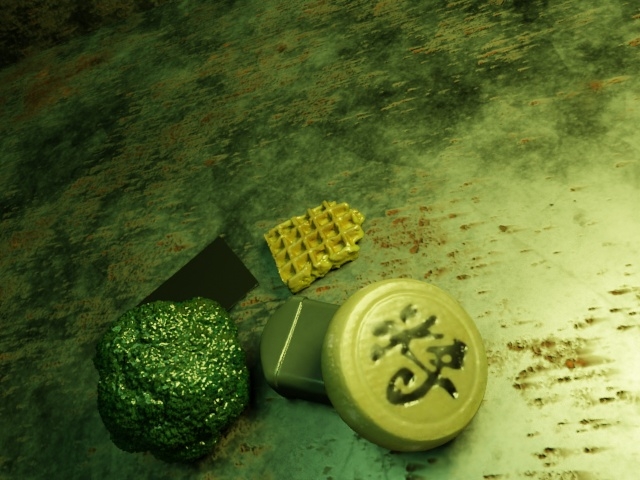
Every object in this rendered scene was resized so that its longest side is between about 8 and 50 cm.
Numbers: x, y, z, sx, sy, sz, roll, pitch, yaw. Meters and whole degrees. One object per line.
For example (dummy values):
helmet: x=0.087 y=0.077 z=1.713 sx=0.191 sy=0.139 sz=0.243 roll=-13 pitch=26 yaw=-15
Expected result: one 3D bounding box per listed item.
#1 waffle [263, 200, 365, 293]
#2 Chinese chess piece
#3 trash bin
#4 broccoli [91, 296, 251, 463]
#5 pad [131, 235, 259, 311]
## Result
waffle: x=0.000 y=0.000 z=1.123 sx=0.210 sy=0.055 sz=0.161 roll=-28 pitch=49 yaw=3
Chinese chess piece: x=0.127 y=0.185 z=0.818 sx=0.257 sy=0.104 sz=0.258 roll=5 pitch=66 yaw=-12
trash bin: x=0.009 y=0.198 z=0.948 sx=0.236 sy=0.101 sz=0.177 roll=5 pitch=57 yaw=26
broccoli: x=-0.275 y=0.235 z=0.964 sx=0.297 sy=0.297 sz=0.298 roll=6 pitch=57 yaw=53
pad: x=-0.298 y=0.137 z=1.196 sx=0.299 sy=0.005 sz=0.202 roll=-41 pitch=49 yaw=-7
